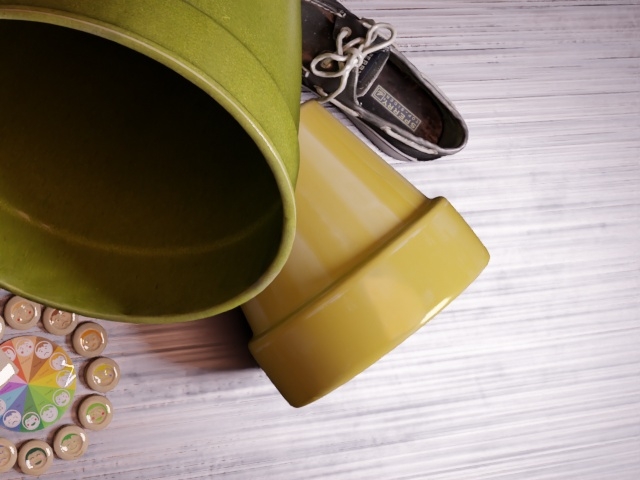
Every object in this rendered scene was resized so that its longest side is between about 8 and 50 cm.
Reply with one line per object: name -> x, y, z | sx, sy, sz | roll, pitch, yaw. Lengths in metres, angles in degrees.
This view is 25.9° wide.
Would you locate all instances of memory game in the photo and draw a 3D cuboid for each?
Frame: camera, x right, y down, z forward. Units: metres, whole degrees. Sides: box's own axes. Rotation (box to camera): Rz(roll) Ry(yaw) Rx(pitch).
memory game -> -0.290, 0.145, 1.394 | 0.186, 0.012, 0.186 | -2, 94, -23

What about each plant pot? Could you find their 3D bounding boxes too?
plant pot -> 0.000, 0.000, 1.399 | 0.254, 0.254, 0.239 | -38, 91, -16
plant pot -> -0.163, -0.176, 1.226 | 0.366, 0.366, 0.353 | 33, 48, -22

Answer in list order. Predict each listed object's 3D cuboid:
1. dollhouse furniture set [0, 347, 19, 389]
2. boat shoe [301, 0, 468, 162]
dollhouse furniture set -> -0.469, 0.140, 1.168 | 0.303, 0.286, 0.198 | -47, 110, -26
boat shoe -> 0.029, -0.183, 1.458 | 0.306, 0.105, 0.113 | 42, 77, -20
